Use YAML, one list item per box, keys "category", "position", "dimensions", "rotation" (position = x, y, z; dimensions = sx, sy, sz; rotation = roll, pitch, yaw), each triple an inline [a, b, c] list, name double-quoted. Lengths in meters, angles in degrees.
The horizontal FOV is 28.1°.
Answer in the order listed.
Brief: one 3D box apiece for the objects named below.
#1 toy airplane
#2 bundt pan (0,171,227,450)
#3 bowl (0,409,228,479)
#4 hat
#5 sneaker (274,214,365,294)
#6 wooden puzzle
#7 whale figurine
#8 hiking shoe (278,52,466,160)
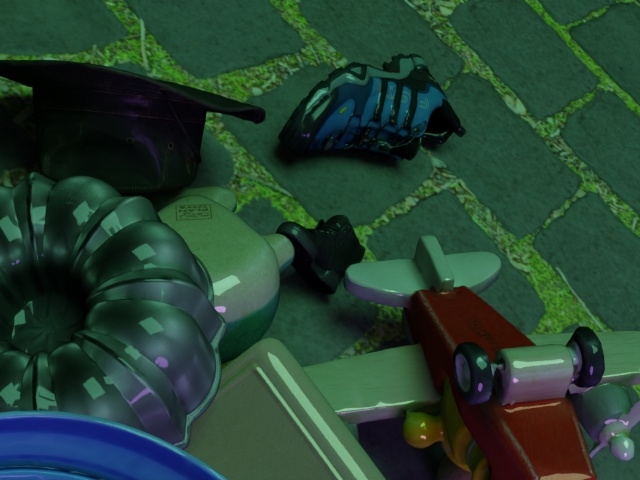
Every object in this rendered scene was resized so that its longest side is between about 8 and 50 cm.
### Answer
- category: "toy airplane"
  position: [0.157, 0.166, 1.394]
  dimensions: [0.386, 0.273, 0.384]
  rotation: [10, 23, 26]
- category: "bundt pan"
  position: [-0.255, 0.076, 1.178]
  dimensions: [0.330, 0.124, 0.331]
  rotation: [0, 63, 1]
- category: "bowl"
  position: [-0.167, 0.295, 0.805]
  dimensions: [0.391, 0.077, 0.391]
  rotation: [17, 47, -19]
- category: "hat"
  position: [-0.232, -0.114, 1.424]
  dimensions: [0.331, 0.331, 0.134]
  rotation: [9, 92, -25]
- category: "sneaker"
  position: [0.002, 0.000, 1.505]
  dimensions: [0.051, 0.170, 0.089]
  rotation: [12, 64, 30]
- category: "wooden puzzle"
  position: [-0.074, 0.246, 1.235]
  dimensions: [0.238, 0.044, 0.221]
  rotation: [-36, 74, -7]
- category: "whale figurine"
  position: [-0.136, 0.036, 1.398]
  dimensions: [0.216, 0.141, 0.272]
  rotation: [-4, 29, -7]
- category: "hiking shoe"
  position: [0.077, -0.163, 1.694]
  dimensions: [0.304, 0.113, 0.132]
  rotation: [-26, 69, -43]
